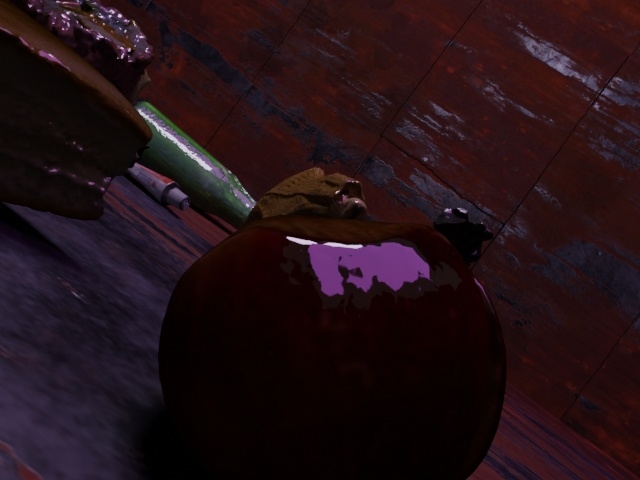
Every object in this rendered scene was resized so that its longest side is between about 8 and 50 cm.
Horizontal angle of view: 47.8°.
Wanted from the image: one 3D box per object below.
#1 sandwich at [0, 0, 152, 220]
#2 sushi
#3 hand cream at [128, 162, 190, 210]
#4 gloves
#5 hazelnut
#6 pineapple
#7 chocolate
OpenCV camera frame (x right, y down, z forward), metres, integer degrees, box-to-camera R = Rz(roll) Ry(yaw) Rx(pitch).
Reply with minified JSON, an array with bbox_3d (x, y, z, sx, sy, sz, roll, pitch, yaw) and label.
[{"bbox_3d":[-0.246,-0.114,0.508,0.236,0.122,0.128,34,14,8],"label":"sandwich"},{"bbox_3d":[-0.384,-0.290,1.151,0.237,0.170,0.270,11,24,-39],"label":"sushi"},{"bbox_3d":[-0.272,-0.101,1.071,0.216,0.038,0.052,33,-26,25],"label":"hand cream"},{"bbox_3d":[-0.011,0.011,0.995,0.203,0.155,0.356,42,-14,-11],"label":"gloves"},{"bbox_3d":[0.004,0.069,0.395,0.178,0.178,0.204,37,9,29],"label":"hazelnut"},{"bbox_3d":[0.127,0.071,0.864,0.111,0.237,0.119,26,3,-34],"label":"pineapple"},{"bbox_3d":[-0.221,-0.116,1.238,0.291,0.110,0.110,39,3,5],"label":"chocolate"}]
